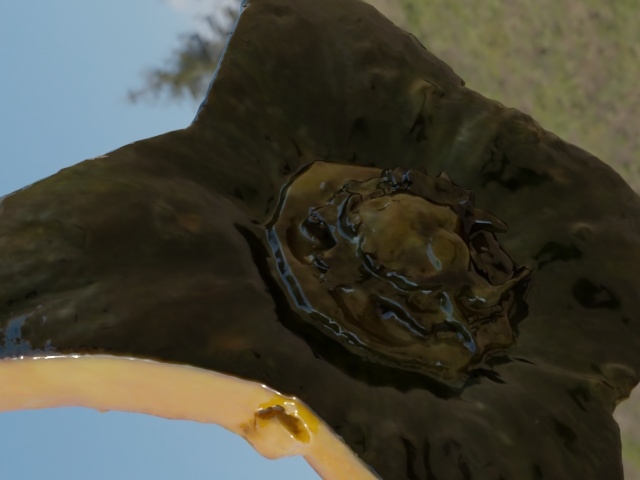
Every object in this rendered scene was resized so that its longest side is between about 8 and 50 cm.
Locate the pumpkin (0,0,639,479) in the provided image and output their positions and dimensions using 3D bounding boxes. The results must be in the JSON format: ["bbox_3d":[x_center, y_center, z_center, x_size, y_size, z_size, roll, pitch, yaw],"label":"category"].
[{"bbox_3d":[0.010,0.020,0.701,0.258,0.095,0.290,33,-136,5],"label":"pumpkin"}]
